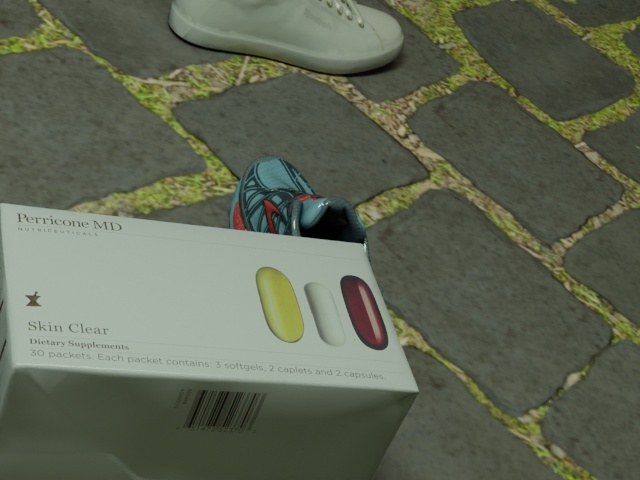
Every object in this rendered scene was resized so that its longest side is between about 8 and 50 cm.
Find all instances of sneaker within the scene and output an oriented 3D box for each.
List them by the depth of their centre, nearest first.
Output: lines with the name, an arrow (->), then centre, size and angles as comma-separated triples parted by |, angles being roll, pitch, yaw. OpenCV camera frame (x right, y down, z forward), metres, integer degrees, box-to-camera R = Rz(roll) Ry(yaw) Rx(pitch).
sneaker -> 0.000, 0.000, 1.163 | 0.104, 0.125, 0.262 | 4, 41, -27
sneaker -> -0.017, -0.266, 1.491 | 0.290, 0.123, 0.106 | 2, 40, -30

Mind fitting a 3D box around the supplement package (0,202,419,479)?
supplement package -> -0.103, 0.108, 0.901 | 0.262, 0.204, 0.145 | 6, 40, -24
